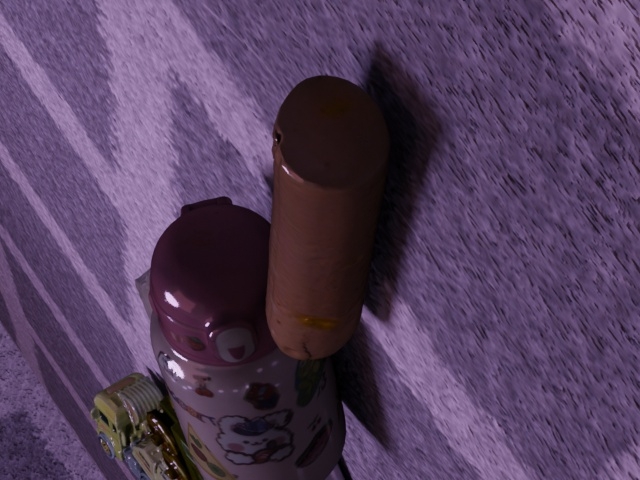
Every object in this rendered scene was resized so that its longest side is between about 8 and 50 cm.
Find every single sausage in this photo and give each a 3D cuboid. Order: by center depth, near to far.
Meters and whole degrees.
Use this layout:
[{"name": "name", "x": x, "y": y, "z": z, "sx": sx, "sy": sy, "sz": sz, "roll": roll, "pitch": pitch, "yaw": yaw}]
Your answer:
[{"name": "sausage", "x": 0.001, "y": -0.002, "z": 0.973, "sx": 0.066, "sy": 0.066, "sz": 0.301, "roll": 54, "pitch": 165, "yaw": 14}]

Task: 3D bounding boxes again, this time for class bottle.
[{"name": "bottle", "x": -0.053, "y": 0.074, "z": 1.201, "sx": 0.120, "sy": 0.120, "sz": 0.253, "roll": 48, "pitch": 164, "yaw": 32}]

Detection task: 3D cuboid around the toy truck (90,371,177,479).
[{"name": "toy truck", "x": -0.189, "y": 0.227, "z": 2.055, "sx": 0.191, "sy": 0.085, "sz": 0.116, "roll": 41, "pitch": 149, "yaw": 40}]

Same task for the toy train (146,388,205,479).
[{"name": "toy train", "x": -0.086, "y": 0.223, "z": 1.697, "sx": 0.137, "sy": 0.090, "sz": 0.225, "roll": 41, "pitch": 159, "yaw": 38}]

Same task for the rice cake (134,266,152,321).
[{"name": "rice cake", "x": -0.093, "y": 0.128, "z": 1.528, "sx": 0.057, "sy": 0.052, "sz": 0.256, "roll": -133, "pitch": 21, "yaw": -73}]

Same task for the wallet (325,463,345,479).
[{"name": "wallet", "x": -0.014, "y": 0.185, "z": 1.491, "sx": 0.124, "sy": 0.032, "sz": 0.183, "roll": 40, "pitch": 157, "yaw": 45}]
